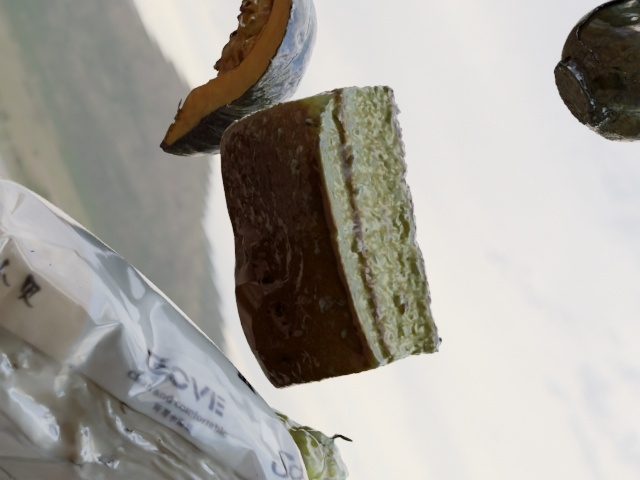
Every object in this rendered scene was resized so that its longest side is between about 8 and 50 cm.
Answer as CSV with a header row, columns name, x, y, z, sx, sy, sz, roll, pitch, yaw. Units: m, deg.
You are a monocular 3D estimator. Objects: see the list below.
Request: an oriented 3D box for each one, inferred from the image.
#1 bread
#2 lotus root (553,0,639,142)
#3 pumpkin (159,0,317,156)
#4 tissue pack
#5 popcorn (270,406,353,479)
name,x,y,z,sx,sy,sz,roll,pitch,yaw
bread,0.000,0.000,1.668,0.184,0.110,0.234,-17,-96,62
lotus root,0.382,-0.198,2.110,0.152,0.275,0.160,88,-19,-62
pumpkin,-0.064,-0.190,2.355,0.111,0.278,0.163,25,8,-26
tissue pack,-0.217,0.076,1.456,0.375,0.195,0.390,35,-5,-30
popcorn,-0.051,0.199,1.675,0.173,0.142,0.173,21,-29,12
